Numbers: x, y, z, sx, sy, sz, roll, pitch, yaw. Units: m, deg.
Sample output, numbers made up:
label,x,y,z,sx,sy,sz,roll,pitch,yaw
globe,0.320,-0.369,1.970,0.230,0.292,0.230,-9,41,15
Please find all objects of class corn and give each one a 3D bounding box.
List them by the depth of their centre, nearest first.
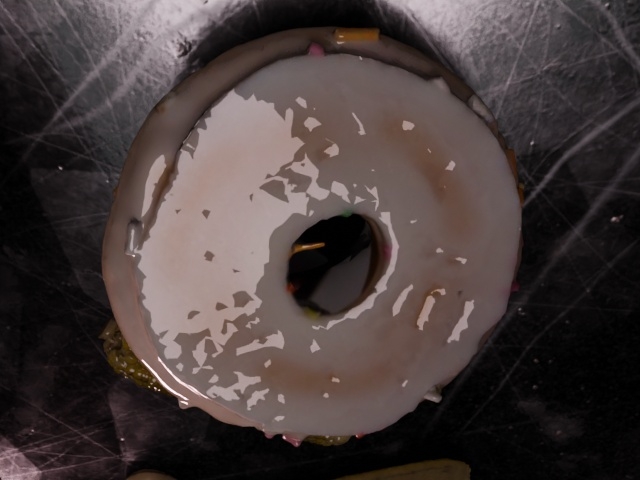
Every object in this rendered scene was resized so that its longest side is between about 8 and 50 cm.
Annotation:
label,x,y,z,sx,sy,sz,roll,pitch,yaw
corn,-0.096,0.157,0.805,0.319,0.097,0.097,25,117,-16

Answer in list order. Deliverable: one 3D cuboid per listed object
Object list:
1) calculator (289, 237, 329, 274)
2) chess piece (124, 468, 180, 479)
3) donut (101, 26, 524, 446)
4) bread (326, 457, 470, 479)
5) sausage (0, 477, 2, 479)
label,x,y,z,sx,sy,sz,roll,pitch,yaw
calculator,-0.105,0.026,0.734,0.246,0.045,0.141,34,97,-17
chess piece,-0.220,0.444,0.846,0.124,0.307,0.139,15,119,-8
donut,0.000,0.000,0.644,0.382,0.142,0.383,-3,108,-8
bread,0.077,0.461,0.954,0.332,0.143,0.324,-16,118,10
sausage,-0.376,0.466,0.895,0.123,0.136,0.501,-34,102,-17
